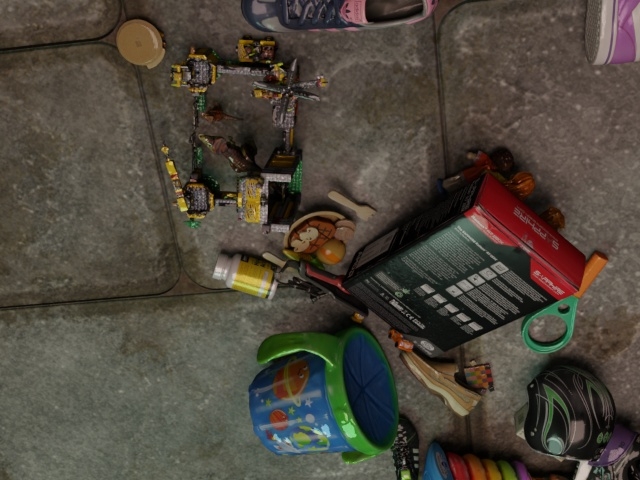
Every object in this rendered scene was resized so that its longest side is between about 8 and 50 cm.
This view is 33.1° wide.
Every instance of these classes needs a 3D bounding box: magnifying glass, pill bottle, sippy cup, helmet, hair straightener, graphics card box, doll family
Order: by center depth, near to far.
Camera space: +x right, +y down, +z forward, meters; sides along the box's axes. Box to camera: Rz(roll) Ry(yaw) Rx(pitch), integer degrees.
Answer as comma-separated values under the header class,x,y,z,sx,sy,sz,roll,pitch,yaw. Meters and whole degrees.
class,x,y,z,sx,sy,sz,roll,pitch,yaw
graphics card box,0.233,0.053,1.821,0.232,0.094,0.371,38,140,-15
doll family,0.323,-0.034,1.833,0.163,0.118,0.263,-28,116,21
hair straightener,0.001,0.093,1.930,0.230,0.047,0.089,20,131,-34
pill bottle,-0.134,0.062,1.948,0.116,0.065,0.065,16,119,-6
magnifying glass,0.449,0.115,1.965,0.092,0.026,0.231,25,117,-10
helmet,0.461,0.314,1.991,0.169,0.169,0.162,7,91,0
sippy cup,-0.003,0.297,1.997,0.224,0.240,0.306,-18,93,25

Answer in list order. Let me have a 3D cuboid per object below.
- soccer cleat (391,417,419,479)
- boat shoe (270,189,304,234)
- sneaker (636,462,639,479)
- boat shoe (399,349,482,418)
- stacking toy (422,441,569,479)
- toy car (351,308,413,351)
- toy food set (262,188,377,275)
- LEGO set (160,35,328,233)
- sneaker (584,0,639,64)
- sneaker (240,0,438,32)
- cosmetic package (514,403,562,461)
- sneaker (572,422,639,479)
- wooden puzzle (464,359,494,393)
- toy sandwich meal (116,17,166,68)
class,x,y,z,sx,sy,sz,roll,pitch,yaw
soccer cleat,0.169,0.433,2.135,0.060,0.072,0.179,-7,119,8
boat shoe,-0.084,-0.053,1.892,0.137,0.049,0.043,37,117,-22
sneaker,0.655,0.496,2.123,0.125,0.104,0.262,-15,117,14
boat shoe,0.231,0.255,2.042,0.072,0.068,0.190,-45,114,8
stacking toy,0.358,0.495,2.129,0.301,0.175,0.166,-1,123,-9
toy car,0.121,0.161,1.993,0.122,0.060,0.041,26,106,-12
toy food set,0.000,0.000,1.895,0.132,0.039,0.192,26,120,-39
LEGO set,-0.135,-0.152,1.725,0.254,0.192,0.331,12,110,2
sneaker,0.494,-0.406,1.633,0.161,0.102,0.282,-4,127,-1
sneaker,0.027,-0.371,1.654,0.318,0.131,0.112,-8,119,8
cosmetic package,0.434,0.373,2.092,0.115,0.060,0.041,33,118,-13
sneaker,0.549,0.488,2.080,0.124,0.107,0.283,20,113,24
wooden puzzle,0.304,0.261,2.067,0.049,0.006,0.083,-10,119,10
toy sandwich meal,-0.291,-0.324,1.762,0.085,0.029,0.086,4,118,7
